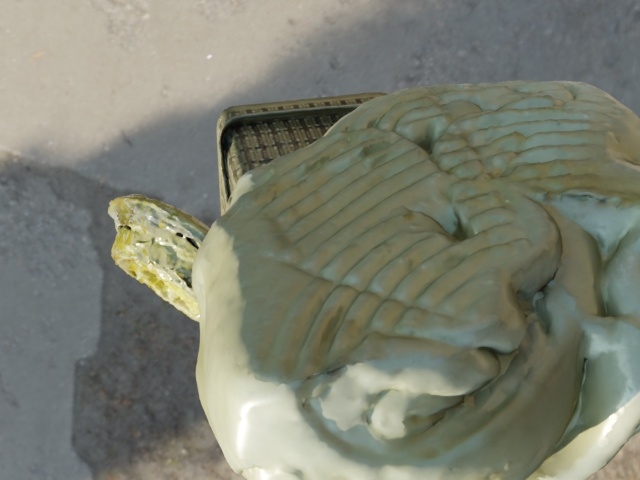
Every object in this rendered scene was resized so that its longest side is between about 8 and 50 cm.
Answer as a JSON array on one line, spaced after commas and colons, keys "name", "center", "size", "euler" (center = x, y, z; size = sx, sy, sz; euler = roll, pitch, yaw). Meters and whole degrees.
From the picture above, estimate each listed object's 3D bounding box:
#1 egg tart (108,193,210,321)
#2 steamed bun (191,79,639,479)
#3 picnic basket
[{"name": "egg tart", "center": [-0.199, 0.043, 1.434], "size": [0.279, 0.095, 0.279], "euler": [30, 159, 13]}, {"name": "steamed bun", "center": [0.073, 0.055, 0.598], "size": [0.276, 0.289, 0.203], "euler": [-3, 129, 12]}, {"name": "picnic basket", "center": [0.000, 0.000, 1.169], "size": [0.228, 0.175, 0.313], "euler": [-8, 129, -11]}]
